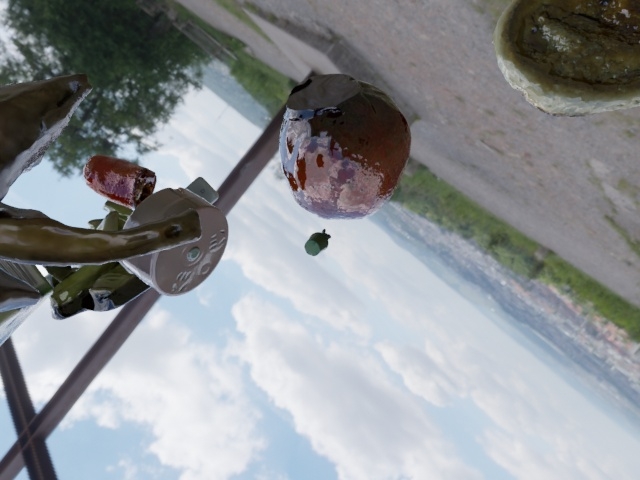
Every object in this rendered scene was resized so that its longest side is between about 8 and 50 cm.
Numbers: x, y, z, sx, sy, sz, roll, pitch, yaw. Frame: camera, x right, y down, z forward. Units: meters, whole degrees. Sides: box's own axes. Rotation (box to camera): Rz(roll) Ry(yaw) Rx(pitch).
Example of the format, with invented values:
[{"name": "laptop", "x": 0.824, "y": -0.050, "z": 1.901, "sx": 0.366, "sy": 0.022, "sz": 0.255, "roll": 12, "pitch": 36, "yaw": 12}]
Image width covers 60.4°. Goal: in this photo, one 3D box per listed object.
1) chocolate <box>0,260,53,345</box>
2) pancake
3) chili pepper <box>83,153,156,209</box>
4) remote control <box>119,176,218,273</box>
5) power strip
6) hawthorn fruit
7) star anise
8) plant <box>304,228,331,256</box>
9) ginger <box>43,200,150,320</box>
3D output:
[{"name": "chocolate", "x": -0.557, "y": 0.142, "z": 0.794, "sx": 0.137, "sy": 0.289, "sz": 0.301, "roll": 45, "pitch": 177, "yaw": -10}, {"name": "pancake", "x": 0.482, "y": -0.361, "z": 0.963, "sx": 0.356, "sy": 0.356, "sz": 0.065, "roll": 42, "pitch": 171, "yaw": 26}, {"name": "chili pepper", "x": -0.333, "y": -0.102, "z": 0.910, "sx": 0.123, "sy": 0.070, "sz": 0.073, "roll": 20, "pitch": 135, "yaw": 19}, {"name": "remote control", "x": -0.340, "y": -0.035, "z": 1.214, "sx": 0.067, "sy": 0.261, "sz": 0.029, "roll": 47, "pitch": 172, "yaw": -1}, {"name": "power strip", "x": -0.212, "y": 0.004, "z": 0.810, "sx": 0.078, "sy": 0.154, "sz": 0.154, "roll": 29, "pitch": -179, "yaw": 25}, {"name": "hawthorn fruit", "x": 0.031, "y": -0.126, "z": 0.850, "sx": 0.215, "sy": 0.250, "sz": 0.215, "roll": 7, "pitch": -139, "yaw": -6}, {"name": "star anise", "x": -0.277, "y": -0.013, "z": 0.340, "sx": 0.349, "sy": 0.292, "sz": 0.109, "roll": 33, "pitch": -169, "yaw": -21}, {"name": "plant", "x": 0.000, "y": 0.000, "z": 1.291, "sx": 0.051, "sy": 0.051, "sz": 0.102, "roll": 39, "pitch": -150, "yaw": 5}, {"name": "ginger", "x": -0.580, "y": 0.027, "z": 1.444, "sx": 0.413, "sy": 0.358, "sz": 0.211, "roll": -85, "pitch": -22, "yaw": -71}]
